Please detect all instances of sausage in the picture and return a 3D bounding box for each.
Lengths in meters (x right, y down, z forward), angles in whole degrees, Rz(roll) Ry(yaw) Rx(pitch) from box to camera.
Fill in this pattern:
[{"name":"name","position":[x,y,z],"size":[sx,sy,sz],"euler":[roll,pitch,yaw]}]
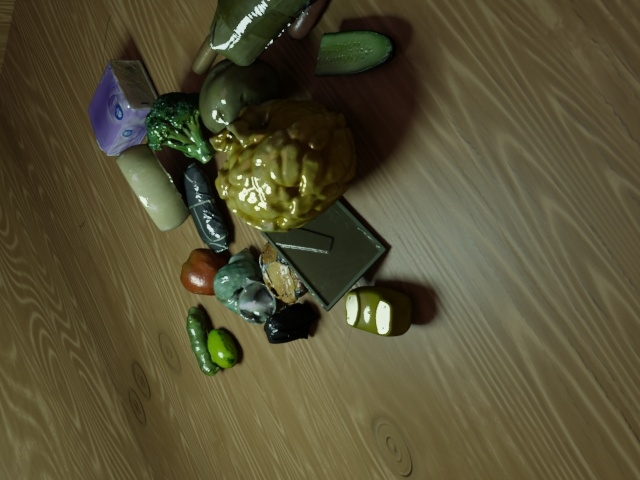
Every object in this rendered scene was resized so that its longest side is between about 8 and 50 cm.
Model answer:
[{"name":"sausage","position":[-0.337,-0.650,1.775],"size":[0.301,0.065,0.066],"euler":[-34,77,43]},{"name":"sausage","position":[0.013,-0.691,1.393],"size":[0.088,0.087,0.433],"euler":[52,134,21]}]

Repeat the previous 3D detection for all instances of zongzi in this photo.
[{"name":"zongzi","position":[-0.111,-0.681,1.404],"size":[0.356,0.174,0.393],"euler":[-24,42,41]}]

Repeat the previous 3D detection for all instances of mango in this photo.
[{"name":"mango","position":[-0.384,0.416,2.110],"size":[0.178,0.100,0.119],"euler":[50,137,37]}]

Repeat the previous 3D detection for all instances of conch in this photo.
[{"name":"conch","position":[-0.258,0.158,1.866],"size":[0.220,0.195,0.277],"euler":[-17,65,27]}]

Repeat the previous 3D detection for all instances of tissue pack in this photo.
[{"name":"tissue pack","position":[-0.804,-0.528,2.212],"size":[0.338,0.160,0.242],"euler":[-37,74,44]},{"name":"tissue pack","position":[0.162,0.187,1.474],"size":[0.178,0.127,0.123],"euler":[9,101,43]}]

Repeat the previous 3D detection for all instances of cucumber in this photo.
[{"name":"cucumber","position":[0.095,-0.470,1.388],"size":[0.243,0.063,0.115],"euler":[15,104,42]}]

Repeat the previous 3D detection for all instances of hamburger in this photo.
[{"name":"hamburger","position":[-0.100,0.087,1.723],"size":[0.231,0.106,0.231],"euler":[19,119,40]}]

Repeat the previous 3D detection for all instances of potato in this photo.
[{"name":"potato","position":[-0.241,-0.414,1.602],"size":[0.326,0.220,0.243],"euler":[18,85,64]}]

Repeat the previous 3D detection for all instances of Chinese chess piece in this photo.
[{"name":"Chinese chess piece","position":[-0.618,-0.196,2.029],"size":[0.338,0.140,0.338],"euler":[55,168,18]}]

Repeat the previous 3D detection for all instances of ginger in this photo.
[{"name":"ginger","position":[-0.476,0.406,2.187],"size":[0.089,0.137,0.290],"euler":[-23,88,16]}]

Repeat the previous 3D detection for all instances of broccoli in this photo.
[{"name":"broccoli","position":[-0.465,-0.390,1.887],"size":[0.269,0.254,0.269],"euler":[38,162,15]}]

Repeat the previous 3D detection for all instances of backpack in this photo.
[{"name":"backpack","position":[-0.102,0.262,1.735],"size":[0.106,0.165,0.120],"euler":[53,130,35]}]

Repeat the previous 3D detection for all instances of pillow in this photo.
[{"name":"pillow","position":[-0.420,-0.114,1.982],"size":[0.161,0.092,0.335],"euler":[-8,102,60]}]

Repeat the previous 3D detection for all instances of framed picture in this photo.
[{"name":"framed picture","position":[0.000,0.000,1.573],"size":[0.247,0.022,0.335],"euler":[-48,64,11]}]

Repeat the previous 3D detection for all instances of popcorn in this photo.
[{"name":"popcorn","position":[-0.085,-0.194,1.450],"size":[0.390,0.344,0.354],"euler":[19,110,33]}]

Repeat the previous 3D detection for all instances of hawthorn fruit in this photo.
[{"name":"hawthorn fruit","position":[-0.419,0.118,2.008],"size":[0.189,0.189,0.189],"euler":[15,112,42]}]
